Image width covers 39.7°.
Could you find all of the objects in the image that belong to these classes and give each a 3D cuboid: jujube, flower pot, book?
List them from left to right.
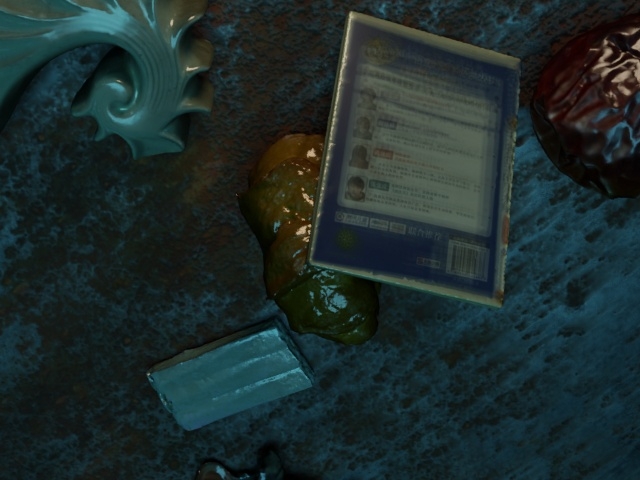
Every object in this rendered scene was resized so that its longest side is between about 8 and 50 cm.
[{"bbox_3d":[-0.307,-0.222,1.001,0.367,0.165,0.254,-3,118,0],"label":"flower pot"},{"bbox_3d":[0.115,-0.096,1.012,0.228,0.018,0.323,14,69,-10],"label":"book"},{"bbox_3d":[0.411,-0.184,1.002,0.342,0.216,0.216,-30,110,4],"label":"jujube"}]

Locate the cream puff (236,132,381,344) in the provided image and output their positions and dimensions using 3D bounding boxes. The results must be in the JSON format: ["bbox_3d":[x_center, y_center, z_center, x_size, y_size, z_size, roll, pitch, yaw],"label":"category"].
[{"bbox_3d":[0.000,0.000,1.072,0.154,0.241,0.269,-19,83,4],"label":"cream puff"}]

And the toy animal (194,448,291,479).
[{"bbox_3d":[-0.021,0.419,1.305,0.343,0.106,0.168,45,113,-10],"label":"toy animal"}]

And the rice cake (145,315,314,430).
[{"bbox_3d":[-0.128,0.190,1.241,0.211,0.038,0.124,-26,111,11],"label":"rice cake"}]
